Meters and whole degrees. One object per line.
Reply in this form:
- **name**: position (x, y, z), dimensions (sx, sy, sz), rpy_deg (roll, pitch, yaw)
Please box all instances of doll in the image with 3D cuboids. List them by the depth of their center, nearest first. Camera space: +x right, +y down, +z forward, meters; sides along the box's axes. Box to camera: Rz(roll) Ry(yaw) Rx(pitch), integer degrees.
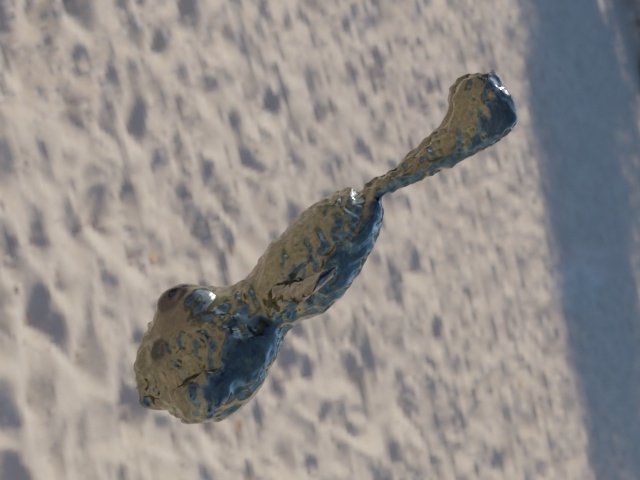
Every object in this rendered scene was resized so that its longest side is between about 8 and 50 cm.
- **doll**: position (0.002, 0.005, 0.859), dimensions (0.091, 0.286, 0.203), rpy_deg (49, 22, -18)
